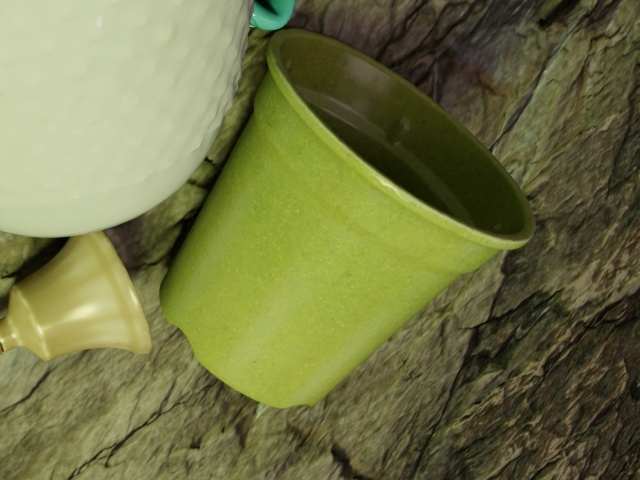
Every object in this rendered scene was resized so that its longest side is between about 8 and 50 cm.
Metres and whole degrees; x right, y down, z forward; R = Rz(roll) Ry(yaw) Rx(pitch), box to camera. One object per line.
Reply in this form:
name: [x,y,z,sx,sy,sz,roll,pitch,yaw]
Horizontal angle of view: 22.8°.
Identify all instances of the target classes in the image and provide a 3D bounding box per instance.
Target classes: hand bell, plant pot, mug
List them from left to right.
hand bell: [-0.269,0.085,1.259,0.242,0.126,0.126,-26,142,-17]
mug: [-0.160,-0.208,0.934,0.374,0.276,0.328,-75,164,-48]
plant pot: [0.000,0.000,1.380,0.254,0.276,0.276,-52,151,20]

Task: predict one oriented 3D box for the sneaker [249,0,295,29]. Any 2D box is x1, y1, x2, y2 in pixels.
sneaker: [-0.050,-0.276,1.147,0.107,0.110,0.275,-32,143,-30]
